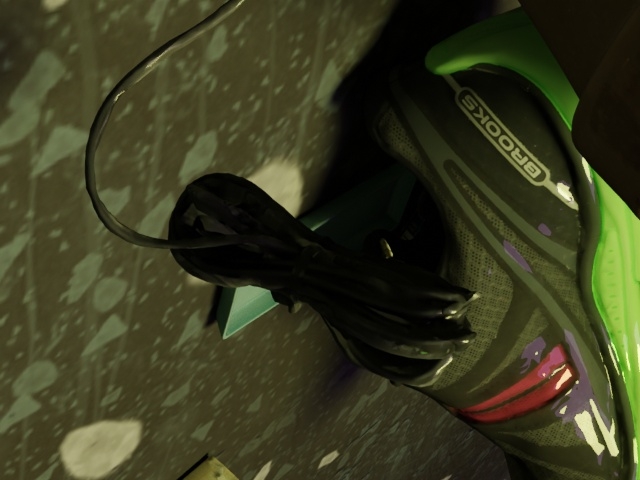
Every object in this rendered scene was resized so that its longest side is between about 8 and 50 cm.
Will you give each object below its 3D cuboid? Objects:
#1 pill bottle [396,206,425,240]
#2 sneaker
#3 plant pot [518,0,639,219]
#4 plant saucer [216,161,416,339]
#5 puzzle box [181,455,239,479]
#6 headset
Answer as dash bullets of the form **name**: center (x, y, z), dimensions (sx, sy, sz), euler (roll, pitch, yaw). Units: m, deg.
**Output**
- **pill bottle**: center (0.098, 0.025, 0.910), dimensions (0.169, 0.094, 0.094), euler (-55, 158, 12)
- **sneaker**: center (0.133, 0.054, 0.806), dimensions (0.185, 0.202, 0.483), euler (-83, 163, -54)
- **plant pot**: center (0.165, -0.173, 0.512), dimensions (0.263, 0.229, 0.263), euler (-39, 164, -13)
- **plant saucer**: center (0.000, 0.000, 0.781), dimensions (0.192, 0.018, 0.067), euler (-31, 151, -40)
- **puzzle box**: center (-0.179, 0.376, 0.984), dimensions (0.272, 0.052, 0.409), euler (-39, 156, -30)
- **headset**: center (0.003, -0.151, 0.313), dimensions (0.243, 0.185, 0.394), euler (-27, 137, -46)
